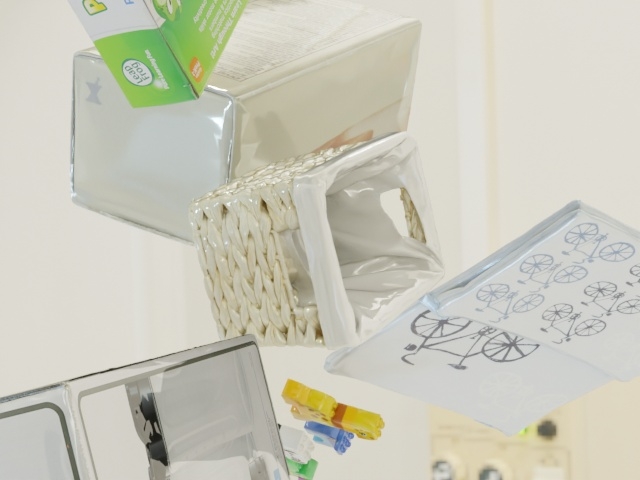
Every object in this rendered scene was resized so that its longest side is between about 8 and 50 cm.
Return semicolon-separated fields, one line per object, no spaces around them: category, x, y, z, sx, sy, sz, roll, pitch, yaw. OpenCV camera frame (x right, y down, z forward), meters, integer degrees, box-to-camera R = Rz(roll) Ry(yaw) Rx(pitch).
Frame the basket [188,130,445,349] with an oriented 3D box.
basket;0.000;0.000;0.922;0.103;0.113;0.167;-8;11;28

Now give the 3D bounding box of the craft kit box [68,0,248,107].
craft kit box;-0.103;-0.251;0.814;0.061;0.247;0.250;-7;42;29

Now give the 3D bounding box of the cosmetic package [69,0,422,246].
cosmetic package;-0.053;-0.109;1.125;0.153;0.129;0.296;20;27;26

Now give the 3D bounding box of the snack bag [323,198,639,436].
snack bag;0.215;0.096;1.358;0.342;0.037;0.323;-34;-39;33

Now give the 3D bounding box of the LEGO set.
LEGO set;0.013;0.197;1.328;0.093;0.087;0.227;13;-23;21

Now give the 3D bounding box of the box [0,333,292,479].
box;-0.089;0.144;0.679;0.087;0.169;0.290;-15;-4;12
